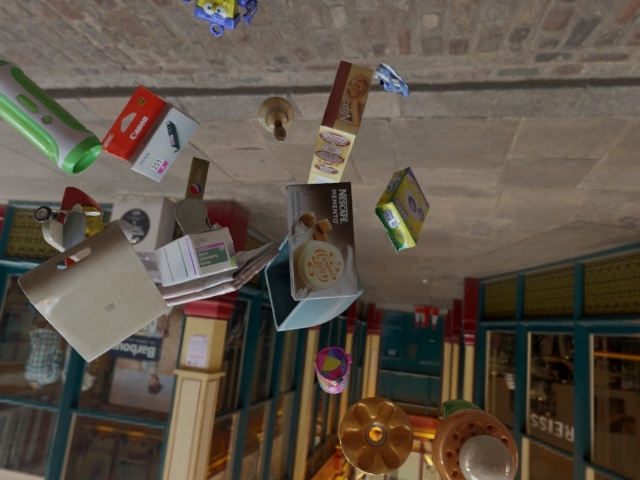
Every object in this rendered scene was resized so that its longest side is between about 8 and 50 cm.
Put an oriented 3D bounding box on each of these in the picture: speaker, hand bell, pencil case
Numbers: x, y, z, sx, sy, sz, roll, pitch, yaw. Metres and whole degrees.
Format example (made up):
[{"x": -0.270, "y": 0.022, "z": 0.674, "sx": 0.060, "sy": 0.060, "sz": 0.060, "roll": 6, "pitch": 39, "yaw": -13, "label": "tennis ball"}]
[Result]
[{"x": -0.705, "y": -0.306, "z": 1.182, "sx": 0.296, "sy": 0.131, "sz": 0.131, "roll": 43, "pitch": 160, "yaw": -9, "label": "speaker"}, {"x": -0.137, "y": -0.367, "z": 1.507, "sx": 0.126, "sy": 0.126, "sz": 0.242, "roll": 9, "pitch": -150, "yaw": -14, "label": "hand bell"}, {"x": 0.038, "y": 0.375, "z": 1.348, "sx": 0.104, "sy": 0.105, "sz": 0.236, "roll": 6, "pitch": 155, "yaw": 3, "label": "pencil case"}]

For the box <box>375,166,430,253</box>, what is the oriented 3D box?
[{"x": 0.163, "y": -0.061, "z": 0.931, "sx": 0.043, "sy": 0.179, "sz": 0.105, "roll": -17, "pitch": 115, "yaw": 35, "label": "box"}]

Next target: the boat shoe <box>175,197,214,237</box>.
[{"x": -0.345, "y": -0.029, "z": 1.325, "sx": 0.095, "sy": 0.254, "sz": 0.079, "roll": -20, "pitch": 136, "yaw": -20, "label": "boat shoe"}]

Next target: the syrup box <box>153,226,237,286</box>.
[{"x": -0.289, "y": 0.041, "z": 1.067, "sx": 0.093, "sy": 0.097, "sz": 0.236, "roll": -14, "pitch": 180, "yaw": -38, "label": "syrup box"}]

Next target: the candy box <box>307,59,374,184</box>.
[{"x": 0.041, "y": -0.261, "z": 1.163, "sx": 0.087, "sy": 0.183, "sz": 0.316, "roll": 16, "pitch": 160, "yaw": -2, "label": "candy box"}]

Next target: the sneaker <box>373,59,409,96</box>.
[{"x": 0.209, "y": -0.467, "z": 1.389, "sx": 0.144, "sy": 0.059, "sz": 0.053, "roll": 33, "pitch": -164, "yaw": -37, "label": "sneaker"}]

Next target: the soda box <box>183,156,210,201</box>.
[{"x": -0.411, "y": -0.180, "z": 1.545, "sx": 0.058, "sy": 0.182, "sz": 0.061, "roll": 13, "pitch": 155, "yaw": -21, "label": "soda box"}]

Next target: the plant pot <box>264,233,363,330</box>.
[{"x": -0.007, "y": 0.138, "z": 1.553, "sx": 0.252, "sy": 0.247, "sz": 0.248, "roll": 6, "pitch": 141, "yaw": -29, "label": "plant pot"}]

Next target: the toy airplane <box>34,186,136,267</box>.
[{"x": -0.761, "y": 0.026, "z": 1.578, "sx": 0.272, "sy": 0.385, "sz": 0.386, "roll": -22, "pitch": -153, "yaw": -4, "label": "toy airplane"}]

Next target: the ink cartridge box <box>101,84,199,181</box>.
[{"x": -0.609, "y": -0.375, "z": 1.683, "sx": 0.238, "sy": 0.275, "sz": 0.060, "roll": 26, "pitch": -165, "yaw": -51, "label": "ink cartridge box"}]

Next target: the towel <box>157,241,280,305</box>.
[{"x": -0.315, "y": 0.096, "z": 1.384, "sx": 0.316, "sy": 0.054, "sz": 0.332, "roll": -14, "pitch": -169, "yaw": 20, "label": "towel"}]

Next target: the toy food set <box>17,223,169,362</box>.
[{"x": -0.501, "y": 0.127, "z": 1.079, "sx": 0.092, "sy": 0.219, "sz": 0.306, "roll": 40, "pitch": 154, "yaw": 36, "label": "toy food set"}]

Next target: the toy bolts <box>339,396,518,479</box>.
[{"x": 0.121, "y": 0.313, "z": 0.576, "sx": 0.218, "sy": 0.229, "sz": 0.158, "roll": 10, "pitch": 171, "yaw": 6, "label": "toy bolts"}]

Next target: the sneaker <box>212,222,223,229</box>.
[{"x": -0.377, "y": 0.030, "z": 1.676, "sx": 0.090, "sy": 0.094, "sz": 0.235, "roll": 44, "pitch": 148, "yaw": 17, "label": "sneaker"}]

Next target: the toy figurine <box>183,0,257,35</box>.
[{"x": -0.217, "y": -0.625, "z": 1.194, "sx": 0.362, "sy": 0.191, "sz": 0.217, "roll": 18, "pitch": 127, "yaw": -5, "label": "toy figurine"}]

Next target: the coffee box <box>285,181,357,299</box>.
[{"x": 0.000, "y": 0.000, "z": 1.041, "sx": 0.141, "sy": 0.247, "sz": 0.098, "roll": -3, "pitch": -179, "yaw": -8, "label": "coffee box"}]
